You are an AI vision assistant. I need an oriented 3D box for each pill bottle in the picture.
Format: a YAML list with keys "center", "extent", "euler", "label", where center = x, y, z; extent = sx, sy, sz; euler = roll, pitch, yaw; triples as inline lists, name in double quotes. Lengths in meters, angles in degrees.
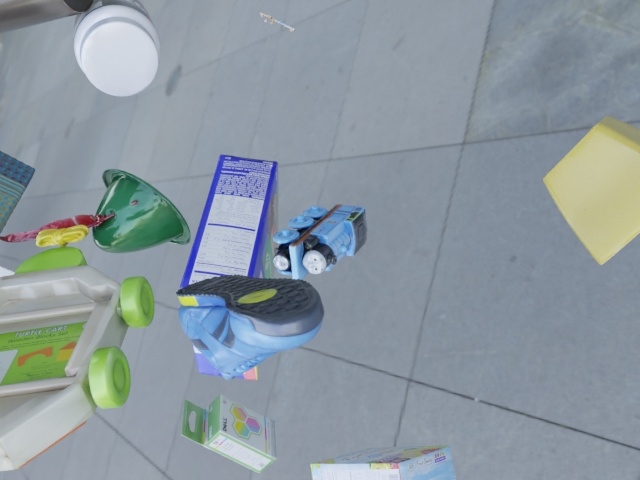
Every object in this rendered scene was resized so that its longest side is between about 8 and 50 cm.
- center: [-0.400, -0.390, 1.350]
  extent: [0.161, 0.161, 0.283]
  euler: [-60, 30, 17]
  label: "pill bottle"

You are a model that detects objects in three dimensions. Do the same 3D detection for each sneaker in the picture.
- center: [-0.055, 0.077, 0.568]
  extent: [0.209, 0.069, 0.082]
  euler: [-1, 104, 58]
  label: "sneaker"

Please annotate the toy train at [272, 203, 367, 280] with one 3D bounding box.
- center: [0.000, 0.000, 1.086]
  extent: [0.105, 0.184, 0.080]
  euler: [6, 117, 27]
  label: "toy train"

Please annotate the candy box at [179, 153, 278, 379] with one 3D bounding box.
- center: [-0.152, 0.049, 1.258]
  extent: [0.268, 0.122, 0.317]
  euler: [93, -175, -50]
  label: "candy box"

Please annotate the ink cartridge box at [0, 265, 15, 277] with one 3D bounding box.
- center: [-0.546, 0.092, 1.028]
  extent: [0.207, 0.283, 0.117]
  euler: [85, -153, -63]
  label: "ink cartridge box"

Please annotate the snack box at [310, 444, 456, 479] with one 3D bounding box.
- center: [0.115, 0.430, 1.277]
  extent: [0.207, 0.174, 0.070]
  euler: [-18, 76, 39]
  label: "snack box"

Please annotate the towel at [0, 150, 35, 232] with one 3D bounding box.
- center: [-0.716, -0.057, 1.236]
  extent: [0.040, 0.271, 0.370]
  euler: [-37, 31, 44]
  label: "towel"

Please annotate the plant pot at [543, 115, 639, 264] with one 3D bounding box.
- center: [0.547, -0.115, 1.288]
  extent: [0.187, 0.212, 0.212]
  euler: [46, 122, 10]
  label: "plant pot"

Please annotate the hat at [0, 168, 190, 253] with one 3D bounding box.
- center: [-0.339, 0.006, 1.087]
  extent: [0.208, 0.173, 0.183]
  euler: [13, 55, 40]
  label: "hat"

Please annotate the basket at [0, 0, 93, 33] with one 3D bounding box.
- center: [-0.550, -0.467, 1.263]
  extent: [0.227, 0.154, 0.204]
  euler: [-2, 45, 18]
  label: "basket"

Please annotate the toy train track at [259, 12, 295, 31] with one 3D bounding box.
- center: [-0.096, -0.471, 1.492]
  extent: [0.048, 0.083, 0.014]
  euler: [-62, -3, -81]
  label: "toy train track"

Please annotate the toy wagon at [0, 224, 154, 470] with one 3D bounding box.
- center: [-0.314, 0.097, 0.730]
  extent: [0.344, 0.267, 0.068]
  euler: [-90, -9, -59]
  label: "toy wagon"

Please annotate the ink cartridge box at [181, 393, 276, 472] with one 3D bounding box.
- center: [-0.195, 0.407, 1.487]
  extent: [0.062, 0.209, 0.109]
  euler: [-46, 26, 20]
  label: "ink cartridge box"
